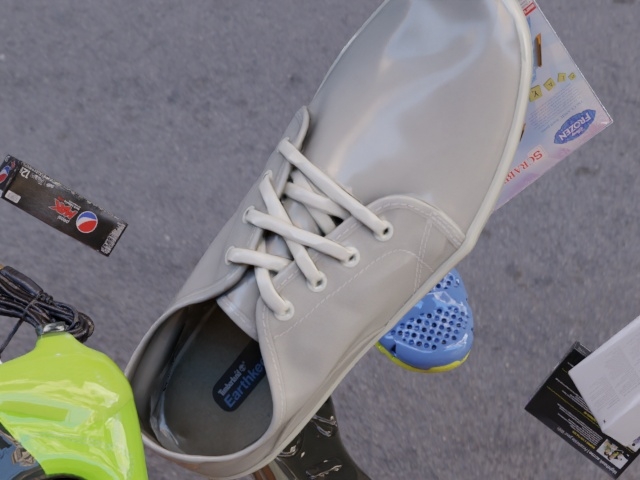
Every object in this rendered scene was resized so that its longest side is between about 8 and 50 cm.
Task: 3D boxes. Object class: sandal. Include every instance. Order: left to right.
[{"bbox_3d":[0.085,0.003,1.156,0.126,0.138,0.317,-17,59,-7],"label":"sandal"}]

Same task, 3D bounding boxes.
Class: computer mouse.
[{"bbox_3d":[-0.247,0.110,0.700,0.106,0.042,0.193,31,90,9],"label":"computer mouse"}]

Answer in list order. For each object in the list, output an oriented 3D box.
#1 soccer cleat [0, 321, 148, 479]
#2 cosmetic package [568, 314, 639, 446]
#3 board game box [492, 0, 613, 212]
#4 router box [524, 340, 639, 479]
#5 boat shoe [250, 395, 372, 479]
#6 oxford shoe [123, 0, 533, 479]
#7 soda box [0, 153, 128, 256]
[{"bbox_3d":[-0.136,0.081,0.285,0.179,0.060,0.072,-17,72,-18],"label":"soccer cleat"},{"bbox_3d":[0.410,0.123,1.168,0.239,0.060,0.099,-43,35,19],"label":"cosmetic package"},{"bbox_3d":[0.267,-0.217,1.665,0.319,0.318,0.066,-37,29,8],"label":"board game box"},{"bbox_3d":[0.427,0.262,1.575,0.179,0.046,0.133,38,111,10],"label":"router box"},{"bbox_3d":[-0.035,0.257,1.165,0.123,0.120,0.324,-7,53,-35],"label":"boat shoe"},{"bbox_3d":[0.000,0.000,0.746,0.169,0.130,0.449,40,103,22],"label":"oxford shoe"},{"bbox_3d":[-0.333,-0.043,1.293,0.060,0.169,0.053,22,79,52],"label":"soda box"}]
